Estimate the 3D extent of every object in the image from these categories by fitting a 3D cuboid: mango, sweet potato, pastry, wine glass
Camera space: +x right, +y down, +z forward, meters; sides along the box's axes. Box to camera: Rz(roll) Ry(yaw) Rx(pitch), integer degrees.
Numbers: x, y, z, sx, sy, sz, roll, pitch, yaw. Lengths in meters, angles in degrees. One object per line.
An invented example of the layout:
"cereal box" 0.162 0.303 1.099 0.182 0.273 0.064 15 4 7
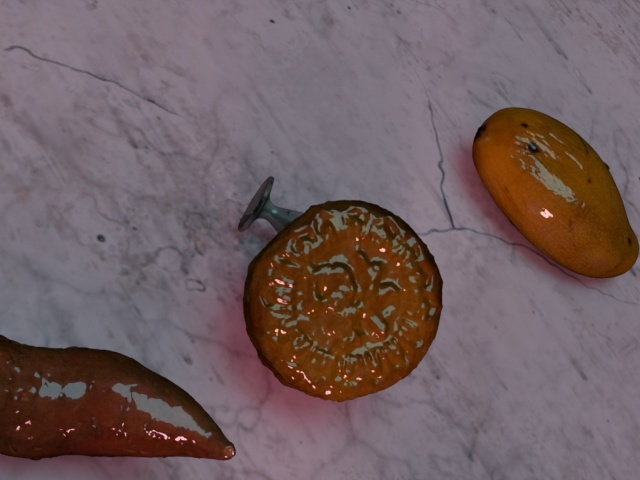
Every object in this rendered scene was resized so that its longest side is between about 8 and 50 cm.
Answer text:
"mango" 0.290 -0.056 1.316 0.262 0.109 0.157 39 42 -8
"sweet potato" -0.243 0.118 0.838 0.355 0.095 0.106 12 8 -15
"pastry" 0.020 0.054 1.013 0.189 0.103 0.188 1 85 -15
"wine glass" 0.000 0.000 1.100 0.155 0.073 0.073 33 46 -12
